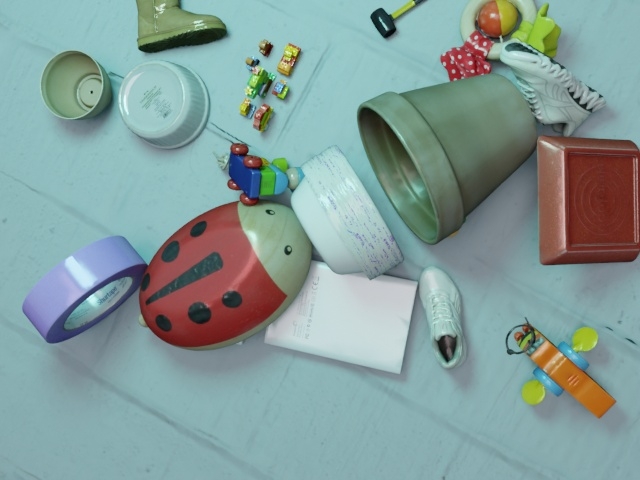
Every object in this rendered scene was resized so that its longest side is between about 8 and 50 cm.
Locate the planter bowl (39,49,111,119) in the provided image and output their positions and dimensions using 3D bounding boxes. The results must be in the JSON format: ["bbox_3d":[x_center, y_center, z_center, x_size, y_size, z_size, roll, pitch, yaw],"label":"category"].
[{"bbox_3d":[-0.569,-0.362,1.648,0.162,0.109,0.162,0,90,12],"label":"planter bowl"}]

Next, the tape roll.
[{"bbox_3d":[-0.527,0.111,1.557,0.275,0.275,0.090,-43,82,8],"label":"tape roll"}]

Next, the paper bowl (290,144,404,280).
[{"bbox_3d":[0.044,-0.043,1.432,0.148,0.284,0.284,-32,84,2],"label":"paper bowl"}]

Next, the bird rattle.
[{"bbox_3d":[0.380,-0.441,1.477,0.253,0.143,0.207,-13,76,24],"label":"bird rattle"}]

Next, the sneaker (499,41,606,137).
[{"bbox_3d":[0.454,-0.299,1.384,0.118,0.292,0.110,-53,37,21],"label":"sneaker"}]

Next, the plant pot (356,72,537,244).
[{"bbox_3d":[0.272,-0.193,1.406,0.280,0.323,0.323,-27,85,-7],"label":"plant pot"}]

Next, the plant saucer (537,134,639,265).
[{"bbox_3d":[0.555,-0.081,1.386,0.259,0.047,0.259,-1,90,-23],"label":"plant saucer"}]

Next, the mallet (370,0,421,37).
[{"bbox_3d":[0.197,-0.535,1.536,0.189,0.039,0.062,-40,81,4],"label":"mallet"}]

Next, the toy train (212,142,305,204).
[{"bbox_3d":[-0.142,-0.169,1.568,0.143,0.248,0.105,-3,116,-26],"label":"toy train"}]

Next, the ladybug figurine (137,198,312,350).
[{"bbox_3d":[-0.232,0.077,1.525,0.449,0.162,0.305,-34,74,11],"label":"ladybug figurine"}]

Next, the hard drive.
[{"bbox_3d":[0.045,0.164,1.562,0.318,0.040,0.210,11,92,11],"label":"hard drive"}]

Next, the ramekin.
[{"bbox_3d":[-0.373,-0.324,1.609,0.207,0.109,0.207,0,90,11],"label":"ramekin"}]

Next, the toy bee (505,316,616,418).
[{"bbox_3d":[0.485,0.235,1.436,0.195,0.162,0.298,-28,110,2],"label":"toy bee"}]

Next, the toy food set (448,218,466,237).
[{"bbox_3d":[0.280,-0.055,1.525,0.083,0.020,0.083,32,96,10],"label":"toy food set"}]

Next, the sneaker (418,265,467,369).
[{"bbox_3d":[0.267,0.168,1.479,0.090,0.115,0.232,-16,87,11],"label":"sneaker"}]

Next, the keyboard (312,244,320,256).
[{"bbox_3d":[0.000,0.000,1.587,0.256,0.014,0.072,13,87,11],"label":"keyboard"}]

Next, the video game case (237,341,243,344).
[{"bbox_3d":[-0.247,0.163,1.632,0.157,0.019,0.143,10,92,11],"label":"video game case"}]

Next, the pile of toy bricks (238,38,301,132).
[{"bbox_3d":[-0.134,-0.365,1.563,0.118,0.105,0.212,27,95,10],"label":"pile of toy bricks"}]

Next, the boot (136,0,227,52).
[{"bbox_3d":[-0.346,-0.597,1.615,0.236,0.089,0.270,-6,88,11],"label":"boot"}]
